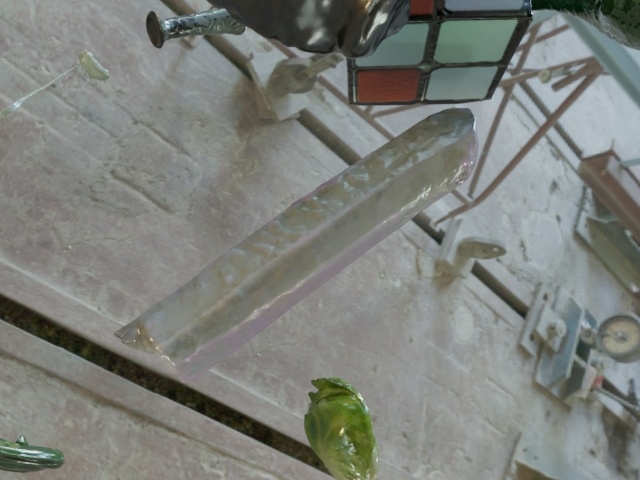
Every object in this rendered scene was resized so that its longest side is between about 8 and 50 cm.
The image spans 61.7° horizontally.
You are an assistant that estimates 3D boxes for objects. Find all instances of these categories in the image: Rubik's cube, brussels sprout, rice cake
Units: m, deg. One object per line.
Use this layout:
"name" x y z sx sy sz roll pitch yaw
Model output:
"Rubik's cube" 0.116 -0.264 0.596 0.180 0.183 0.167 0 77 2
"brussels sprout" 0.036 0.313 0.865 0.100 0.139 0.181 3 69 -27
"rice cake" 0.001 0.000 0.510 0.399 0.064 0.070 -35 138 -11

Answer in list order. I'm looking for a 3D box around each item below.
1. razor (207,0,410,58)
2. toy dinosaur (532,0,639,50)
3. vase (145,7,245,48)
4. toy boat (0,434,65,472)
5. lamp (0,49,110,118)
"razor" 0.027 -0.274 0.292 0.189 0.327 0.107 34 35 7
"toy dinosaur" 0.277 -0.139 0.420 0.087 0.447 0.300 11 91 -19
"vase" -0.209 -0.366 0.906 0.167 0.059 0.059 -27 102 -37
"toy boat" -0.469 0.288 0.757 0.210 0.104 0.052 22 62 -11
"lamp" -0.423 -0.232 0.845 0.198 0.050 0.056 -53 127 -34
